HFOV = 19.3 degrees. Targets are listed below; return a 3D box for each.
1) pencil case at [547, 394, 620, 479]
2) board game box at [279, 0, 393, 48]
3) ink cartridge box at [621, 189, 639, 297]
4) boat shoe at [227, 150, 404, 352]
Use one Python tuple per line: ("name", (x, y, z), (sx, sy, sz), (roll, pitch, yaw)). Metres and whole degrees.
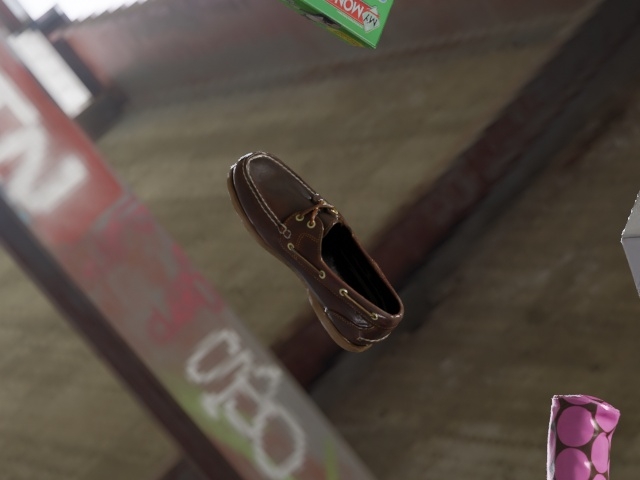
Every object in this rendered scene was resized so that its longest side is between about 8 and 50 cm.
("pencil case", (0.330, 0.299, 2.350), (0.095, 0.098, 0.209), (167, -71, -69))
("board game box", (-0.021, -0.346, 1.815), (0.046, 0.317, 0.213), (16, -98, 45))
("ink cartridge box", (0.498, 0.008, 2.050), (0.270, 0.198, 0.197), (-4, -144, 29))
("boat shoe", (0.000, 0.000, 1.661), (0.073, 0.207, 0.073), (-36, 175, -36))
